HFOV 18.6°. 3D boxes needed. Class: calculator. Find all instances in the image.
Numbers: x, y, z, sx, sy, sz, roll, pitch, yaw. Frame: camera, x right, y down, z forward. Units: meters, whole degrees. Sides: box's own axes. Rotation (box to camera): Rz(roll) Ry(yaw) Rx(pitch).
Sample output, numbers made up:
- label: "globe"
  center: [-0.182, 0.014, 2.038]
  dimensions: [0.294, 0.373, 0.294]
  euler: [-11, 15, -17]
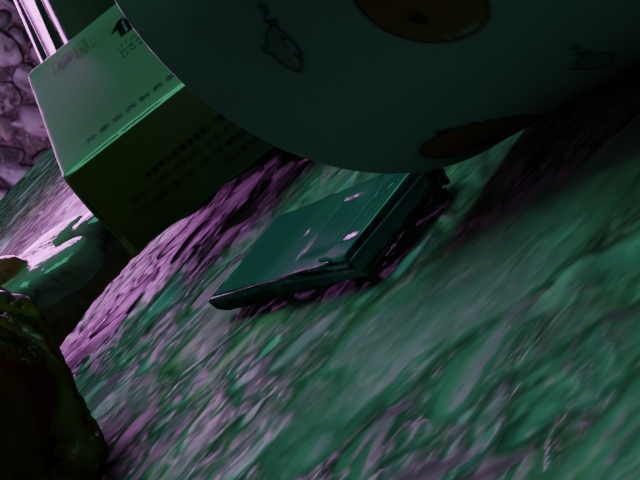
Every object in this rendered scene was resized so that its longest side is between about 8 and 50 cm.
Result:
- label: "calculator"
  center: [0.000, 0.000, 0.764]
  dimensions: [0.057, 0.018, 0.172]
  euler: [-48, 11, -19]

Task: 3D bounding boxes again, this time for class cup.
- label: "cup"
  center: [0.086, -0.164, 0.552]
  dimensions: [0.212, 0.212, 0.317]
  euler: [-52, 14, -32]

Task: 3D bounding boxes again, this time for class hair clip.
- label: "hair clip"
  center: [-0.126, 0.007, 1.100]
  dimensions: [0.257, 0.075, 0.146]
  euler: [-41, 6, -1]

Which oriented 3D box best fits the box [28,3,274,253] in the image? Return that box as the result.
- label: "box"
  center: [-0.030, -0.121, 1.037]
  dimensions: [0.260, 0.062, 0.175]
  euler: [-38, 26, 3]

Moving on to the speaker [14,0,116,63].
- label: "speaker"
  center: [-0.115, -0.177, 1.325]
  dimensions: [0.183, 0.184, 0.406]
  euler: [-30, 9, -7]

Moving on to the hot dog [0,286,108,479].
- label: "hot dog"
  center: [-0.172, 0.083, 0.779]
  dimensions: [0.153, 0.150, 0.256]
  euler: [-53, 9, 10]
